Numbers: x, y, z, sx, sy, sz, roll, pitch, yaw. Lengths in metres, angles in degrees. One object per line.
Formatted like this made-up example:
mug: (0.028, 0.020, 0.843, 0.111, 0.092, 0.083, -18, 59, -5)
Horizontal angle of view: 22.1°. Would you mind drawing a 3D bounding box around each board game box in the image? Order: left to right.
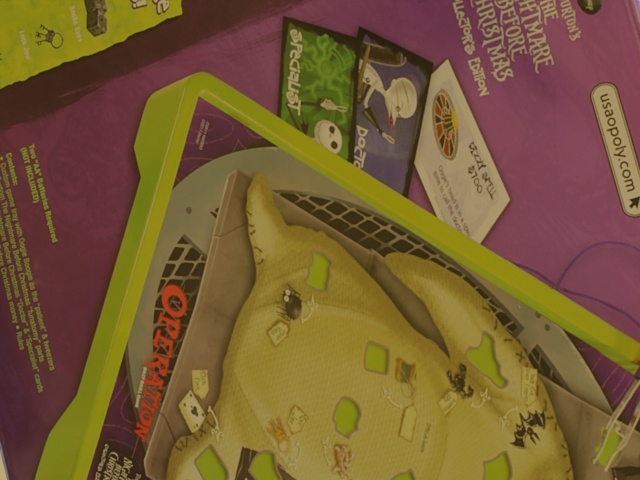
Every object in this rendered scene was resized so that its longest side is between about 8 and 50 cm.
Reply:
board game box: (0.000, 0.000, 0.425, 0.208, 0.056, 0.346, -17, -97, 31)
